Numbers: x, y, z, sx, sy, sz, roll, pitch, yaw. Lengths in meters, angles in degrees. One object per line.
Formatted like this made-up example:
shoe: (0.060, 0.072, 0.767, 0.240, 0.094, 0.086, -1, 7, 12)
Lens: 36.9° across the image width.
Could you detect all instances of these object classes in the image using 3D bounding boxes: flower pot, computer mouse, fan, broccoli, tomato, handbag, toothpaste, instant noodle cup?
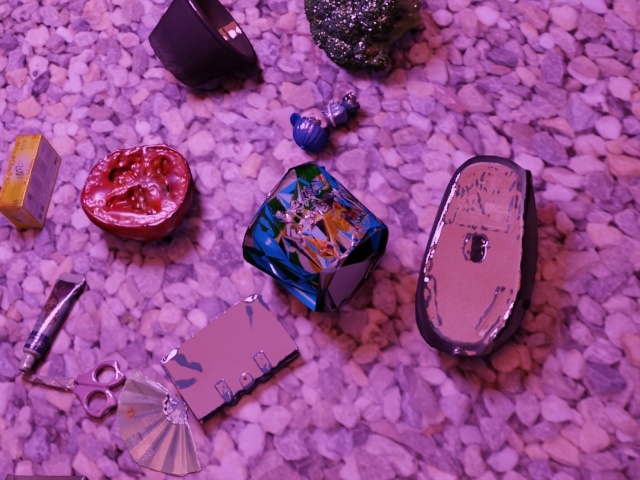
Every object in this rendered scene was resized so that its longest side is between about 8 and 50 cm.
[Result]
flower pot: (-0.260, -0.417, 2.002, 0.148, 0.235, 0.235, -38, 59, 14)
computer mouse: (0.277, 0.033, 1.672, 0.203, 0.114, 0.374, 12, 73, 16)
fan: (-0.292, 0.330, 1.708, 0.131, 0.009, 0.240, -38, 61, -6)
broccoli: (0.083, -0.479, 1.947, 0.241, 0.262, 0.269, -3, 19, -13)
tomato: (-0.348, -0.083, 1.894, 0.227, 0.101, 0.228, -3, 55, 5)
handbag: (-0.160, 0.211, 1.718, 0.221, 0.057, 0.144, -35, 67, -8)
toothpaste: (-0.522, 0.155, 1.841, 0.061, 0.037, 0.216, 12, 61, 20)
instant noodle cup: (0.000, 0.000, 1.702, 0.178, 0.240, 0.240, 37, 75, 19)

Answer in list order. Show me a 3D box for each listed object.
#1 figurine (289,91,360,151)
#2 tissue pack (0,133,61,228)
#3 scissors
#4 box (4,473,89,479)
figurine: (0.008, -0.237, 1.909, 0.149, 0.086, 0.087, -31, 100, -17)
tissue pack: (-0.599, -0.121, 1.972, 0.062, 0.095, 0.176, -1, 63, 14)
scissors: (-0.464, 0.264, 1.776, 0.212, 0.021, 0.110, 6, 62, 15)
box: (-0.447, 0.508, 1.529, 0.148, 0.155, 0.231, -3, 45, 14)
